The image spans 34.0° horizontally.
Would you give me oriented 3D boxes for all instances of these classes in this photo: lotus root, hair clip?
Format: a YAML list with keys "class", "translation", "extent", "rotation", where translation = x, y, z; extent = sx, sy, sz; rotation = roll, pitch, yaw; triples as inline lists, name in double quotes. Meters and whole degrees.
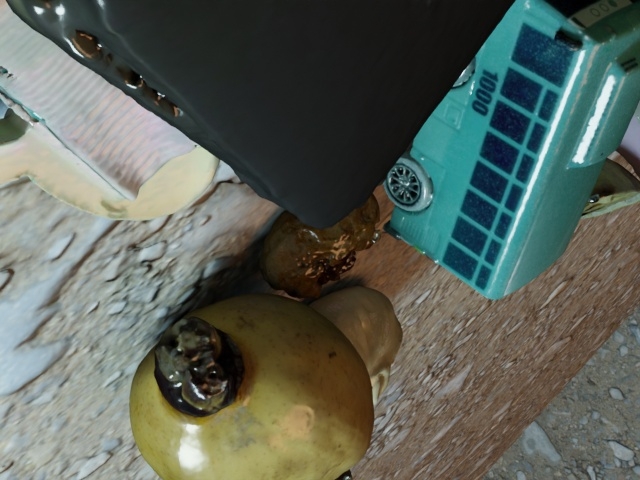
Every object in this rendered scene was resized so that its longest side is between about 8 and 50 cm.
- class: "lotus root"
  translation: [0.233, -0.048, 1.099]
  extent: [0.183, 0.078, 0.203]
  rotation: [-12, 171, -30]
- class: "lotus root"
  translation: [-0.060, 0.124, 0.817]
  extent: [0.183, 0.183, 0.310]
  rotation: [-44, 157, 0]
- class: "hair clip"
  translation: [-0.118, -0.062, 0.489]
  extent: [0.159, 0.071, 0.218]
  rotation: [-39, 154, 1]

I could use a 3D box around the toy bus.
- class: "toy bus"
  translation: [0.153, -0.094, 0.794]
  extent: [0.128, 0.147, 0.256]
  rotation: [-30, 146, -40]

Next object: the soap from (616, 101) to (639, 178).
- class: "soap"
  translation: [0.423, -0.209, 1.081]
  extent: [0.446, 0.156, 0.261]
  rotation: [-26, 153, -37]

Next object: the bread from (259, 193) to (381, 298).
- class: "bread"
  translation: [0.000, 0.000, 0.838]
  extent: [0.113, 0.060, 0.082]
  rotation: [-45, 162, 9]

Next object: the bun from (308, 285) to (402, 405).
- class: "bun"
  translation: [0.013, 0.133, 1.059]
  extent: [0.183, 0.102, 0.183]
  rotation: [-35, 159, -15]

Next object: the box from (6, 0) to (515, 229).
- class: "box"
  translation: [0.045, -0.182, 0.462]
  extent: [0.350, 0.091, 0.359]
  rotation: [-54, 159, -1]
